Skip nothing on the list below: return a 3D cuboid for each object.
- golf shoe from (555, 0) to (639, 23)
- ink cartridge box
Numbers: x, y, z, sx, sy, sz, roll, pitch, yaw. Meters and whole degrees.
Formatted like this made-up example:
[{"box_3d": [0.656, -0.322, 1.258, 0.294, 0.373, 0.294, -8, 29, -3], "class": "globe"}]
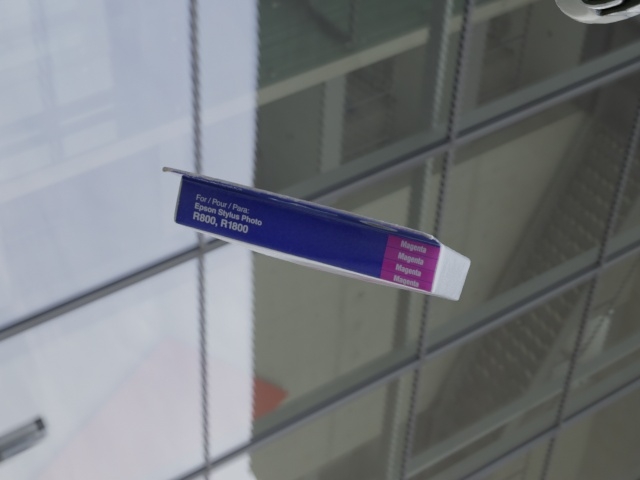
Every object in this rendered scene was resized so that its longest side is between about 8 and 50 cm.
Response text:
[{"box_3d": [0.173, -0.161, 0.771, 0.069, 0.086, 0.176, 63, -21, -4], "class": "golf shoe"}, {"box_3d": [0.000, 0.000, 1.574, 0.324, 0.330, 0.072, 15, -91, 15], "class": "ink cartridge box"}]
